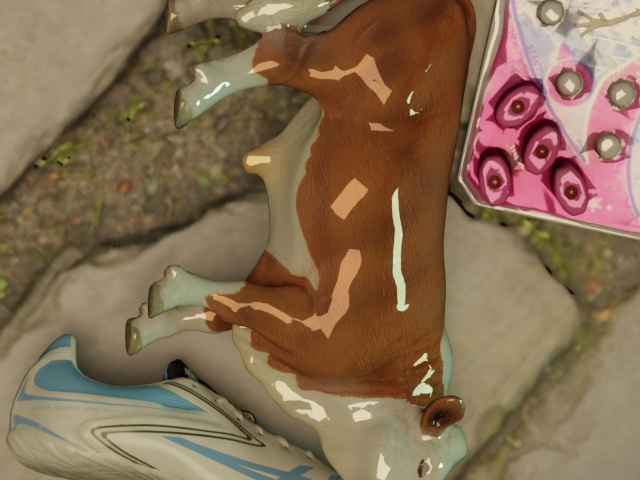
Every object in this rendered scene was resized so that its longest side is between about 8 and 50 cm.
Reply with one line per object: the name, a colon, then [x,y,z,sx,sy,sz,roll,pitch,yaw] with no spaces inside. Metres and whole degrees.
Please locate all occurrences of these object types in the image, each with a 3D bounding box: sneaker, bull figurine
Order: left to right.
sneaker: [-0.058,0.119,1.022,0.237,0.085,0.086,19,74,-7]
bull figurine: [0.000,0.000,0.978,0.188,0.101,0.310,5,93,-15]

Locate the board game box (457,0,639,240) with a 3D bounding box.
board game box: [0.304,-0.167,0.970,0.390,0.050,0.390,12,100,1]
